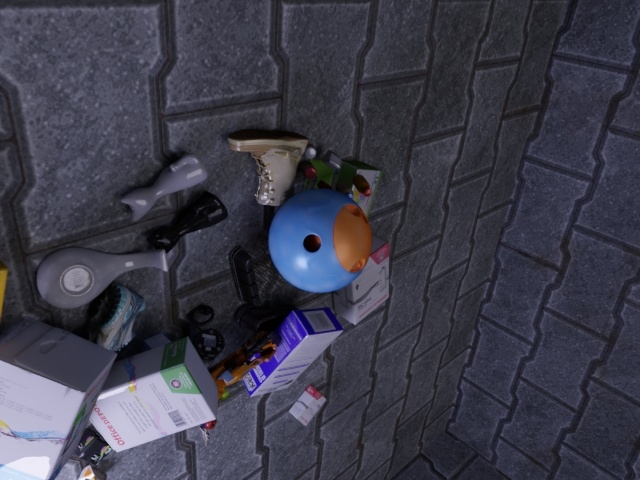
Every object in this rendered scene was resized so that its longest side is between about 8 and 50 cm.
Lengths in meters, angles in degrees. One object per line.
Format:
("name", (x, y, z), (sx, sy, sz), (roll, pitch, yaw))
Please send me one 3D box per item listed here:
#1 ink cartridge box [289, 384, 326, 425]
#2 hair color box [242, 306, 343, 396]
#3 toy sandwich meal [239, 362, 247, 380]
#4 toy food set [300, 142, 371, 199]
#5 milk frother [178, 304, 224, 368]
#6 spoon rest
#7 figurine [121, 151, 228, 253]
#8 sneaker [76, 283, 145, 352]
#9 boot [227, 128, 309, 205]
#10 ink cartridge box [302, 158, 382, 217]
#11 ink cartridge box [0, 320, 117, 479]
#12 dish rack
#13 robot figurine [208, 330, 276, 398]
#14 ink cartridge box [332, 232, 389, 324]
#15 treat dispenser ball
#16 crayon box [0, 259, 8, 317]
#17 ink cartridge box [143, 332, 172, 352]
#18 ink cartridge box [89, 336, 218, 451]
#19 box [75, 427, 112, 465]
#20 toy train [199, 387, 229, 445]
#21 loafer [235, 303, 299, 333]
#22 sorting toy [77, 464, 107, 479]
("ink cartridge box", (-0.052, 0.665, 2.162), (0.135, 0.056, 0.099), (-49, 141, -15))
("hair color box", (-0.101, 0.366, 1.768), (0.185, 0.110, 0.339), (4, 132, -51))
("toy sandwich meal", (-0.274, 0.426, 1.740), (0.085, 0.029, 0.086), (-2, 107, -5))
("toy food set", (0.036, -0.186, 1.584), (0.232, 0.104, 0.111), (32, 105, -27))
("milk frother", (-0.341, 0.280, 1.546), (0.135, 0.129, 0.143), (-50, -165, 51))
("spoon rest", (-0.497, 0.071, 1.229), (0.276, 0.084, 0.137), (-12, 102, -32))
("figurine", (-0.354, -0.083, 1.293), (0.209, 0.092, 0.215), (-39, 138, -19))
("sneaker", (-0.517, 0.247, 1.304), (0.283, 0.110, 0.122), (-60, 147, 1))
("boot", (-0.151, -0.192, 1.445), (0.262, 0.095, 0.204), (-12, 124, -50))
("ink cartridge box", (0.062, -0.153, 1.711), (0.255, 0.097, 0.189), (-6, 118, -48))
("ink cartridge box", (-0.599, 0.350, 1.134), (0.198, 0.197, 0.270), (-98, -146, -78))
("dish rack", (-0.139, 0.063, 1.649), (0.271, 0.074, 0.208), (-35, 138, -32))
("robot figurine", (-0.250, 0.375, 1.602), (0.291, 0.085, 0.211), (-32, 177, -41))
("ink cartridge box", (0.151, 0.140, 1.992), (0.207, 0.117, 0.283), (-34, 136, -30))
("treat dispenser ball", (0.000, 0.000, 1.485), (0.288, 0.288, 0.288), (-28, 133, -35))
("crayon box", (-0.724, 0.139, 1.012), (0.202, 0.081, 0.319), (-2, 115, -48))
("ink cartridge box", (-0.434, 0.360, 1.477), (0.060, 0.104, 0.180), (-21, 130, -43))
("ink cartridge box", (-0.428, 0.391, 1.360), (0.278, 0.117, 0.201), (-19, 119, 2))
("box", (-0.614, 0.555, 1.442), (0.062, 0.052, 0.083), (-47, 141, -18))
("toy train", (-0.345, 0.526, 1.706), (0.143, 0.105, 0.248), (-45, 143, -40))
("loafer", (-0.145, 0.271, 1.756), (0.302, 0.095, 0.109), (14, 101, -52))
("sorting toy", (-0.651, 0.678, 1.501), (0.075, 0.045, 0.083), (-31, 138, -6))
